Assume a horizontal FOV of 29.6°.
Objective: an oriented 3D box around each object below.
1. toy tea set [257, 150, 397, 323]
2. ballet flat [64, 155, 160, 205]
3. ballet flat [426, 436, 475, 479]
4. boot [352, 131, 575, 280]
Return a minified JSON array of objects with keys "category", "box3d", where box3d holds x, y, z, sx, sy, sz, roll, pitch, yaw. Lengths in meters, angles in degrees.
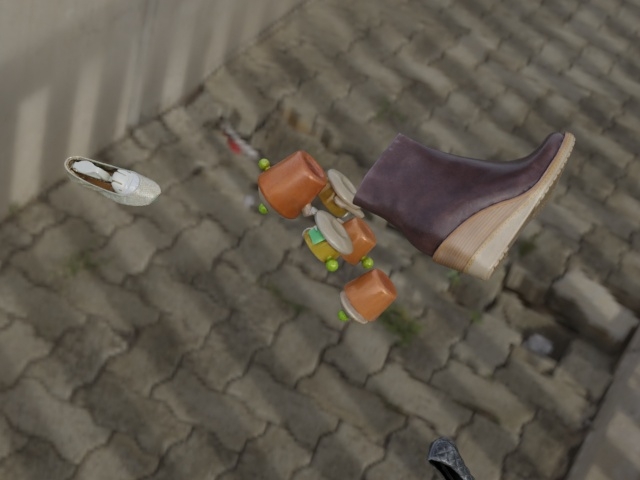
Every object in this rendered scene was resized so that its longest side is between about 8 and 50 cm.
[{"category":"toy tea set","box3d":[0.000,0.000,2.002,0.200,0.124,0.336,33,27,-41]},{"category":"ballet flat","box3d":[-0.342,-0.097,1.965,0.168,0.052,0.057,15,72,15]},{"category":"ballet flat","box3d":[0.196,0.349,1.678,0.173,0.057,0.049,56,48,-11]},{"category":"boot","box3d":[0.186,-0.088,1.545,0.207,0.090,0.248,34,70,14]}]
